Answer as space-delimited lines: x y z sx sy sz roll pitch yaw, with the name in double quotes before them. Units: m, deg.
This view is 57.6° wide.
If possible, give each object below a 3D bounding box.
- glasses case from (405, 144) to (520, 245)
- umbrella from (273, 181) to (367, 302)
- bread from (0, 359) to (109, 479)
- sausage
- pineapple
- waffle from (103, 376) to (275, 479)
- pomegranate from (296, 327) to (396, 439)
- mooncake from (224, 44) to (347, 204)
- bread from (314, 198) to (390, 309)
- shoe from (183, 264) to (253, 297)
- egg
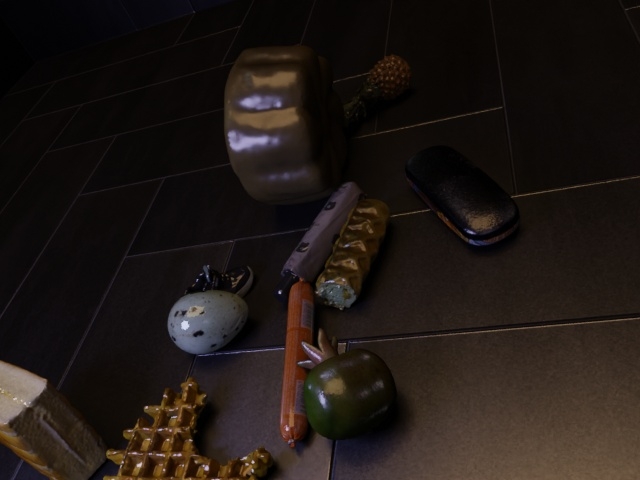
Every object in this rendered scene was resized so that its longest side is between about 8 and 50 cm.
"glasses case" 0.289 -0.103 1.222 0.122 0.082 0.321 -30 42 -2
"umbrella" 0.000 0.000 1.271 0.337 0.073 0.067 -56 6 -30
"bread" -0.542 0.335 1.078 0.246 0.239 0.111 10 46 33
"sausage" -0.040 0.210 1.070 0.053 0.053 0.347 -12 47 16
"pineapple" 0.120 -0.398 1.600 0.277 0.119 0.130 -41 61 -14
"waffle" -0.238 0.394 0.987 0.260 0.069 0.293 -43 46 -16
"pomegranate" 0.032 0.236 0.962 0.152 0.131 0.191 -19 33 -24
"mooncake" -0.063 -0.270 1.368 0.201 0.378 0.378 -1 46 18
"bread" 0.073 0.016 1.206 0.087 0.098 0.269 29 53 -4
"shoe" -0.231 0.094 1.271 0.169 0.099 0.071 -34 38 -10
"egg" -0.227 0.159 1.181 0.164 0.131 0.131 -22 39 -12
